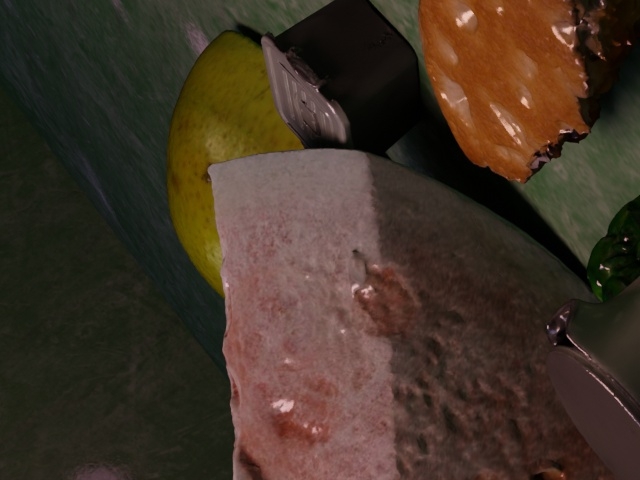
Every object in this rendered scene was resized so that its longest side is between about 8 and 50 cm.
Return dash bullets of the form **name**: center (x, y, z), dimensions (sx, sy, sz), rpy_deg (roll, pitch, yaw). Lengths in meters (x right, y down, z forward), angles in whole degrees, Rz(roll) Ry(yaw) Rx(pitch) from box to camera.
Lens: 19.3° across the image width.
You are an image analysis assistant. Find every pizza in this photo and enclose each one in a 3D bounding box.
- **pizza**: center (0.098, -0.097, 0.888), dimensions (0.127, 0.058, 0.246), rpy_deg (51, 167, 19)

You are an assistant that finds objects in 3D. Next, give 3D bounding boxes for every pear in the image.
- **pear**: center (-0.004, 0.000, 1.454), dimensions (0.239, 0.139, 0.288), rpy_deg (21, 148, 52)

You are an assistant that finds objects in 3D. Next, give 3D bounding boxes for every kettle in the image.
- **kettle**: center (0.178, 0.045, 0.762), dimensions (0.098, 0.148, 0.127), rpy_deg (39, 163, 48)

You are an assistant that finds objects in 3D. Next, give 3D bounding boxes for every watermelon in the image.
- **watermelon**: center (0.048, 0.115, 1.175), dimensions (0.387, 0.258, 0.228), rpy_deg (38, 152, 12)

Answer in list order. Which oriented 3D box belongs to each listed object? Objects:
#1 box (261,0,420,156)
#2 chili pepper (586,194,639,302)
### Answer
- **box**: center (0.016, -0.098, 1.196), dimensions (0.084, 0.069, 0.122), rpy_deg (48, 168, 20)
- **chili pepper**: center (0.190, 0.061, 0.946), dimensions (0.099, 0.083, 0.253), rpy_deg (49, 173, 29)
